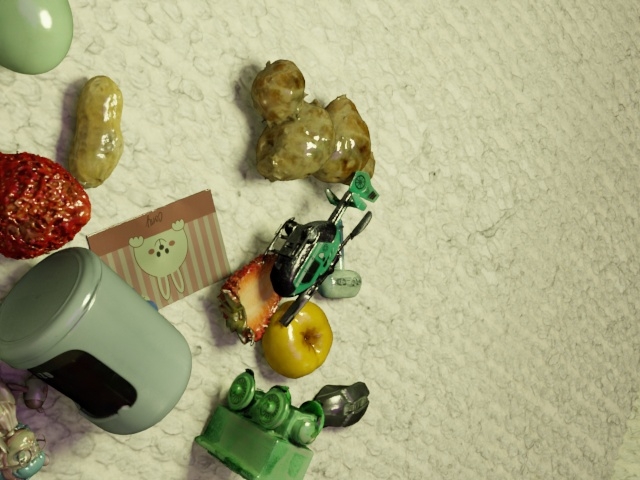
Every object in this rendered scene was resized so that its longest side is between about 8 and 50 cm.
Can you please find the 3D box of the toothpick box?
[{"bbox_3d":[-0.381,0.192,1.621,0.354,0.263,0.263,49,62,-35],"label":"toothpick box"}]

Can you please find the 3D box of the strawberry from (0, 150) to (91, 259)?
[{"bbox_3d":[-0.482,-0.060,1.533,0.184,0.202,0.186,54,40,-60],"label":"strawberry"}]

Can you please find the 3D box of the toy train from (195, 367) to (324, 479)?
[{"bbox_3d":[-0.117,0.390,1.854,0.145,0.266,0.201,30,81,-39],"label":"toy train"}]

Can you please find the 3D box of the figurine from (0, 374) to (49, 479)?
[{"bbox_3d":[-0.557,0.303,1.574,0.205,0.103,0.260,-65,139,-66],"label":"figurine"}]

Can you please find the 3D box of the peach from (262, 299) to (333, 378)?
[{"bbox_3d":[-0.052,0.219,2.003,0.179,0.103,0.179,0,91,-43],"label":"peach"}]

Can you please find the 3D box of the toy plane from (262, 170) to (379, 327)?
[{"bbox_3d":[0.000,0.000,1.926,0.155,0.106,0.381,46,68,-39],"label":"toy plane"}]

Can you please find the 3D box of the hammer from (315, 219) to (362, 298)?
[{"bbox_3d":[0.040,0.040,2.103,0.116,0.069,0.193,2,84,-42],"label":"hammer"}]

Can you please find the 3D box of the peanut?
[{"bbox_3d":[-0.412,-0.200,1.658,0.099,0.099,0.214,8,83,-42],"label":"peanut"}]

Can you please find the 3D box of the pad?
[{"bbox_3d":[-0.317,0.033,1.812,0.300,0.005,0.202,-25,110,-38],"label":"pad"}]

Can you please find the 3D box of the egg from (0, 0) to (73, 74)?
[{"bbox_3d":[-0.510,-0.389,1.494,0.168,0.168,0.230,-39,115,-33],"label":"egg"}]

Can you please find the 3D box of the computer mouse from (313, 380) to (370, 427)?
[{"bbox_3d":[0.056,0.396,2.142,0.192,0.062,0.105,-5,97,-40],"label":"computer mouse"}]

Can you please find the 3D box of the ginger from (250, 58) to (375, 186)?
[{"bbox_3d":[-0.005,-0.226,1.962,0.375,0.176,0.256,20,77,-43],"label":"ginger"}]

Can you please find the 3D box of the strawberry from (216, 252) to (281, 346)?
[{"bbox_3d":[-0.148,0.124,1.928,0.208,0.087,0.167,-38,119,-54],"label":"strawberry"}]
